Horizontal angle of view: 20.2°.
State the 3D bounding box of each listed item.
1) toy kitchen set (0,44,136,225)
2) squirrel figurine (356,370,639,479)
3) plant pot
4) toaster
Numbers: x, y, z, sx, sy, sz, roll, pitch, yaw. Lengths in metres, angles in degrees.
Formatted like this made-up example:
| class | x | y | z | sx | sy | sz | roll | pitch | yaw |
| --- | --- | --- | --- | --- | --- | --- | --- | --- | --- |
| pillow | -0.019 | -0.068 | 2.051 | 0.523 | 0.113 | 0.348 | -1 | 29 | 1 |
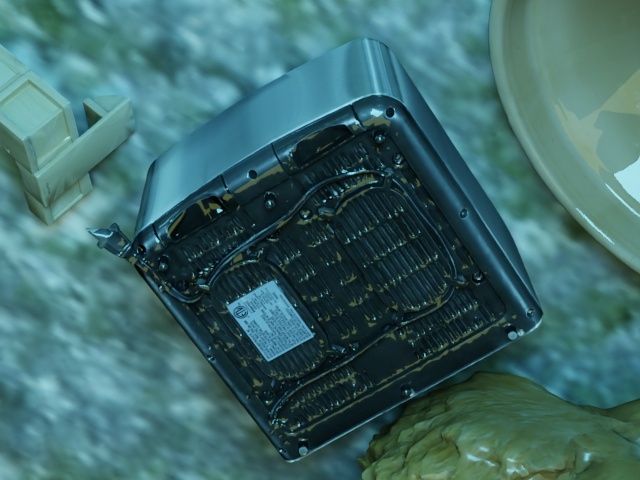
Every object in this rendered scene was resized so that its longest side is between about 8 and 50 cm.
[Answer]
| class | x | y | z | sx | sy | sz | roll | pitch | yaw |
| --- | --- | --- | --- | --- | --- | --- | --- | --- | --- |
| toy kitchen set | -0.150 | -0.070 | 0.964 | 0.068 | 0.075 | 0.083 | -42 | 156 | -21 |
| squirrel figurine | 0.163 | 0.282 | 1.028 | 0.397 | 0.281 | 0.370 | 11 | 114 | 10 |
| plant pot | 0.208 | -0.085 | 0.897 | 0.110 | 0.237 | 0.237 | -41 | 119 | -29 |
| toaster | 0.000 | 0.000 | 0.956 | 0.168 | 0.110 | 0.185 | -31 | 114 | 12 |
